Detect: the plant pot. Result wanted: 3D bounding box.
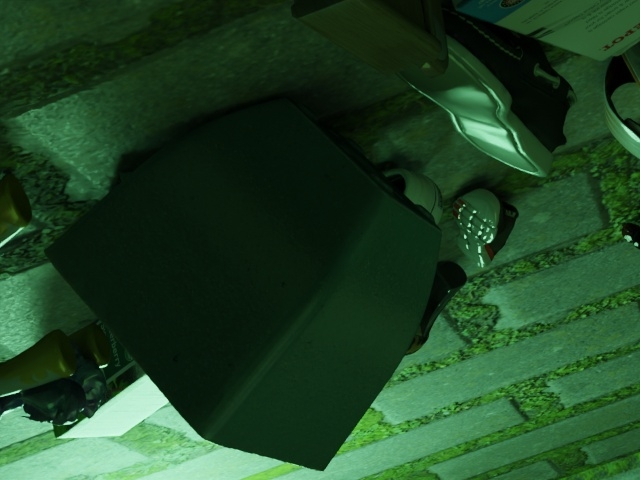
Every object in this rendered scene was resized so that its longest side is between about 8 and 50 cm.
[{"bbox_3d":[-0.038,0.023,1.388,0.252,0.248,0.247,-48,152,6],"label":"plant pot"}]

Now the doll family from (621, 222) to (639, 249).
[{"bbox_3d":[0.430,-0.023,1.851,0.111,0.076,0.193,-4,151,-18],"label":"doll family"}]

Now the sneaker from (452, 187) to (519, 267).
[{"bbox_3d":[0.187,-0.028,1.703,0.065,0.061,0.158,-40,164,-14],"label":"sneaker"}]

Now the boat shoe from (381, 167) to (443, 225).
[{"bbox_3d":[0.000,0.000,1.582,0.258,0.095,0.084,-35,150,16],"label":"boat shoe"}]

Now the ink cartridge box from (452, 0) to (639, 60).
[{"bbox_3d":[0.205,-0.224,1.173,0.148,0.086,0.203,-33,154,34],"label":"ink cartridge box"}]

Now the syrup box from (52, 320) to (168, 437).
[{"bbox_3d":[-0.210,0.136,1.733,0.096,0.093,0.237,4,150,-41],"label":"syrup box"}]

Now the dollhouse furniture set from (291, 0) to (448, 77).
[{"bbox_3d":[0.160,-0.238,0.911,0.355,0.174,0.303,-16,161,26],"label":"dollhouse furniture set"}]

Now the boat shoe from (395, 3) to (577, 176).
[{"bbox_3d":[0.142,-0.147,1.317,0.114,0.091,0.302,23,174,24],"label":"boat shoe"}]

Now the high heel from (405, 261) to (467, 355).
[{"bbox_3d":[0.040,0.115,1.856,0.261,0.093,0.186,-13,154,-34],"label":"high heel"}]

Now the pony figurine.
[{"bbox_3d":[-0.390,0.131,1.423,0.363,0.303,0.351,-17,127,9],"label":"pony figurine"}]

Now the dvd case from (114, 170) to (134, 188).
[{"bbox_3d":[-0.158,-0.036,1.463,0.087,0.013,0.119,-8,158,-21],"label":"dvd case"}]

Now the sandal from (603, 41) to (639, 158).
[{"bbox_3d":[0.323,-0.115,1.502,0.076,0.102,0.265,-27,158,18],"label":"sandal"}]
